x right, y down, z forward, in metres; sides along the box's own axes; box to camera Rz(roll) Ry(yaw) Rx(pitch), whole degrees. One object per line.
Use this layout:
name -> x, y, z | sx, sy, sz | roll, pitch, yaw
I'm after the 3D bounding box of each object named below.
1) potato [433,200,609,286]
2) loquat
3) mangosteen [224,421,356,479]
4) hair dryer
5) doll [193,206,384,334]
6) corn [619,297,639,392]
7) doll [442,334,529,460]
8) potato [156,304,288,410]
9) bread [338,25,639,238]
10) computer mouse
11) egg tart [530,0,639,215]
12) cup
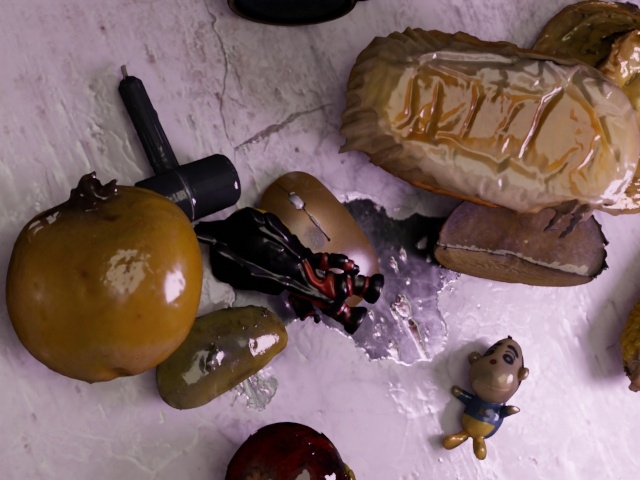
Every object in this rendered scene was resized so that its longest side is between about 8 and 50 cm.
potato -> 0.272, -0.013, 1.812 | 0.243, 0.098, 0.138 | 12, 68, -6
loquat -> -0.249, 0.041, 1.503 | 0.244, 0.244, 0.243 | 3, 83, -24
mangosteen -> -0.030, 0.310, 1.617 | 0.180, 0.166, 0.166 | 14, 78, -47
hair dryer -> -0.198, -0.125, 1.638 | 0.124, 0.071, 0.219 | -25, 86, -26
doll -> -0.047, 0.032, 1.646 | 0.249, 0.088, 0.127 | 21, 100, -5
corn -> 0.529, 0.089, 1.905 | 0.119, 0.119, 0.322 | 41, 63, -15
doll -> 0.230, 0.209, 1.778 | 0.179, 0.102, 0.089 | -65, 152, -20
potato -> -0.124, 0.139, 1.626 | 0.188, 0.085, 0.105 | -21, 95, -29
bread -> 0.227, -0.162, 1.729 | 0.389, 0.183, 0.236 | 19, 87, -7
computer mouse -> 0.001, 0.000, 1.717 | 0.102, 0.045, 0.199 | -40, 101, -25
egg tart -> 0.446, -0.197, 1.893 | 0.341, 0.129, 0.341 | 2, 85, -23
cup -> -0.027, -0.381, 1.716 | 0.166, 0.239, 0.177 | -5, 78, 17
